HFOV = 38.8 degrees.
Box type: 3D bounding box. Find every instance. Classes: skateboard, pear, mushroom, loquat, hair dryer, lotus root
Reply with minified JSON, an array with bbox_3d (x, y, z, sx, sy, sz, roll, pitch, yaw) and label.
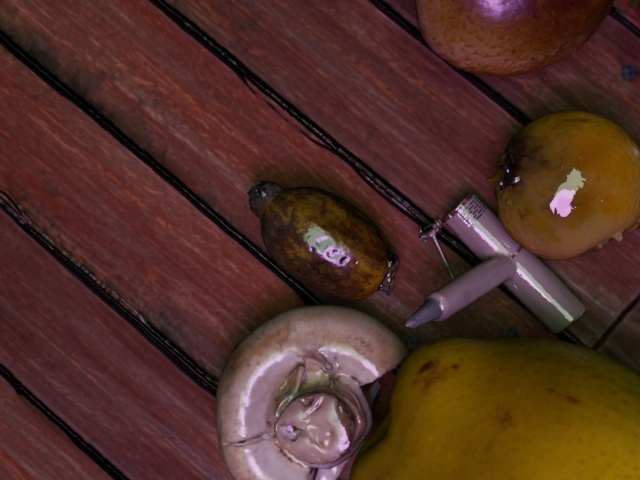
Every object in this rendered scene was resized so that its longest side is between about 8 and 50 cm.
[{"bbox_3d":[0.144,0.020,1.090,0.032,0.064,0.083,-25,97,19],"label":"skateboard"},{"bbox_3d":[0.235,0.285,0.937,0.418,0.362,0.362,30,95,3],"label":"pear"},{"bbox_3d":[-0.030,0.186,1.049,0.189,0.195,0.253,26,92,9],"label":"mushroom"},{"bbox_3d":[0.289,-0.058,1.025,0.204,0.149,0.172,20,93,-8],"label":"loquat"},{"bbox_3d":[0.187,0.065,1.019,0.195,0.220,0.053,45,133,2],"label":"hair dryer"},{"bbox_3d":[0.000,0.000,1.076,0.209,0.120,0.120,33,95,3],"label":"lotus root"},{"bbox_3d":[0.202,-0.314,1.004,0.283,0.195,0.263,-3,97,7],"label":"mushroom"}]

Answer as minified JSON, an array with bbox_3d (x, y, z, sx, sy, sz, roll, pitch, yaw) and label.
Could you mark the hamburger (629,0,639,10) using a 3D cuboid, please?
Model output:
[{"bbox_3d":[0.488,-0.309,0.945,0.237,0.276,0.276,25,95,-5],"label":"hamburger"}]
